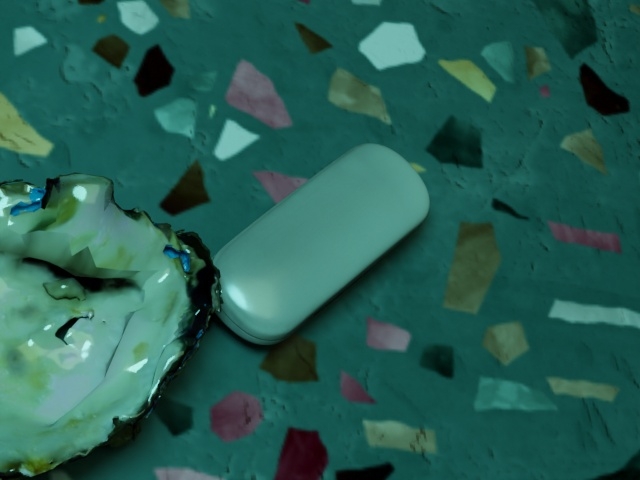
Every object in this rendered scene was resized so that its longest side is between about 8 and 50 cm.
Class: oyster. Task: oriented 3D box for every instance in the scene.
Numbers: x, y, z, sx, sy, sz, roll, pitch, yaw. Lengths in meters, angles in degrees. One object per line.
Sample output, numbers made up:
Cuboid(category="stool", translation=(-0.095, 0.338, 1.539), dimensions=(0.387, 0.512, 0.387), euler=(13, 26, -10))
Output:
Cuboid(category="oyster", translation=(-0.175, 0.041, 1.133), dimensions=(0.259, 0.092, 0.198), euler=(-33, 79, -26))

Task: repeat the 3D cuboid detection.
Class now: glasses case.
Cuboid(category="glasses case", translation=(0.000, 0.000, 1.258), dimensions=(0.074, 0.049, 0.193), euler=(47, 54, 5))
